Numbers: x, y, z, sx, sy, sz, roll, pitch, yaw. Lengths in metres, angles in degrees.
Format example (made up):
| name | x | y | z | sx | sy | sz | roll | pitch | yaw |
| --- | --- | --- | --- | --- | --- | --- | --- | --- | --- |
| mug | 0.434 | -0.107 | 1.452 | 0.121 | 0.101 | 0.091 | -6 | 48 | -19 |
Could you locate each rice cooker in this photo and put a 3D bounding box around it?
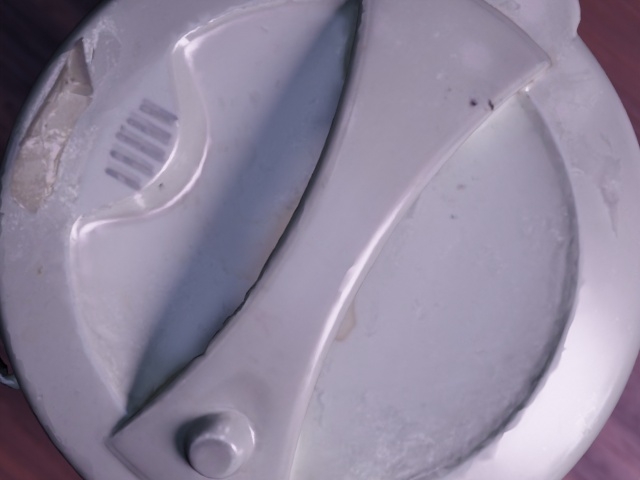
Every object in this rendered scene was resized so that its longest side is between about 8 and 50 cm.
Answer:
| name | x | y | z | sx | sy | sz | roll | pitch | yaw |
| --- | --- | --- | --- | --- | --- | --- | --- | --- | --- |
| rice cooker | 0.001 | 0.001 | 0.745 | 0.288 | 0.277 | 0.288 | 0 | 89 | -3 |
